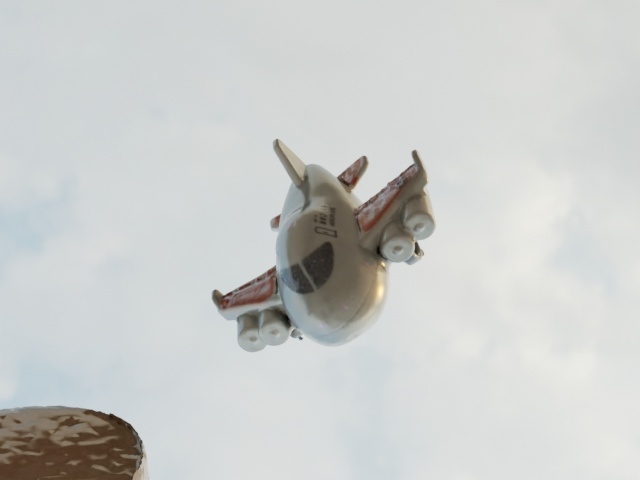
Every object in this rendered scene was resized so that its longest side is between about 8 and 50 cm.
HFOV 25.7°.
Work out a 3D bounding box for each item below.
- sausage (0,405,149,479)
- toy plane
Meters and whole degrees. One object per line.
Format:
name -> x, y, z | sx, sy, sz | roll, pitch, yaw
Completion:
sausage -> -0.134, 0.218, 0.681 | 0.123, 0.252, 0.123 | -2, -163, 1
toy plane -> 0.003, 0.003, 1.333 | 0.252, 0.118, 0.252 | -30, -145, 24
